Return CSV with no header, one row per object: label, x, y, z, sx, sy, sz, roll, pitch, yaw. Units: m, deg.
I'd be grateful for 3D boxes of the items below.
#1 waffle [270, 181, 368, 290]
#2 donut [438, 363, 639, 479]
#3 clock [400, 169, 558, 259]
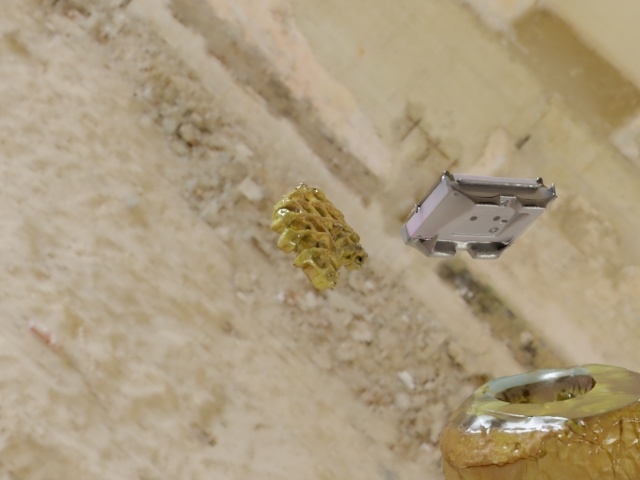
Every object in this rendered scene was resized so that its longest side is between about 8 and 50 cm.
waffle,0.003,-0.002,1.542,0.149,0.051,0.194,48,19,-8
donut,0.288,0.244,1.475,0.330,0.330,0.160,-37,107,-76
clock,0.289,-0.045,2.169,0.253,0.186,0.083,2,56,-27
